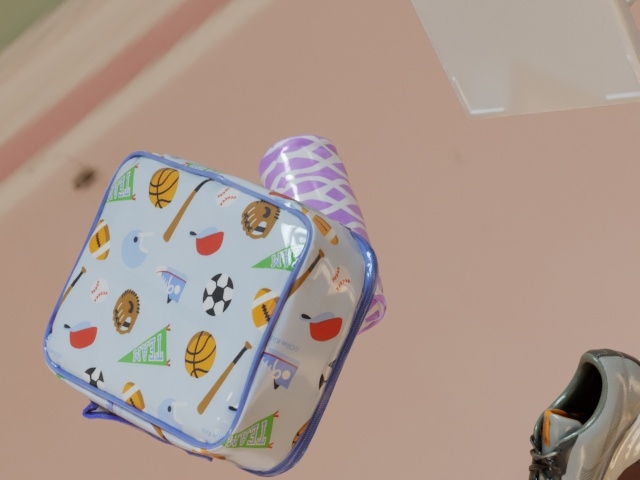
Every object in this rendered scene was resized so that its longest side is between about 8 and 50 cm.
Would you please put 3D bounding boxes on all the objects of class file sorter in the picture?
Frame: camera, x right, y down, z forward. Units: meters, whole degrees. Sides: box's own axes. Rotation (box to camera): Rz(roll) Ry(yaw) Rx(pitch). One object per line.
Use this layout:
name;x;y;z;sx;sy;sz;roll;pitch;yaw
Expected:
file sorter;0.184;-0.268;1.622;0.173;0.192;0.278;-48;-59;-37

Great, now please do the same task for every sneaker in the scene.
sneaker;0.228;0.222;1.836;0.108;0.100;0.272;26;-89;-33

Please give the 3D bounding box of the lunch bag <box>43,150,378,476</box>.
lunch bag;-0.104;0.063;1.658;0.115;0.303;0.243;22;-91;-42

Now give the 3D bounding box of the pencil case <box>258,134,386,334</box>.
pencil case;0.000;0.000;1.795;0.086;0.206;0.088;-1;-36;-19
